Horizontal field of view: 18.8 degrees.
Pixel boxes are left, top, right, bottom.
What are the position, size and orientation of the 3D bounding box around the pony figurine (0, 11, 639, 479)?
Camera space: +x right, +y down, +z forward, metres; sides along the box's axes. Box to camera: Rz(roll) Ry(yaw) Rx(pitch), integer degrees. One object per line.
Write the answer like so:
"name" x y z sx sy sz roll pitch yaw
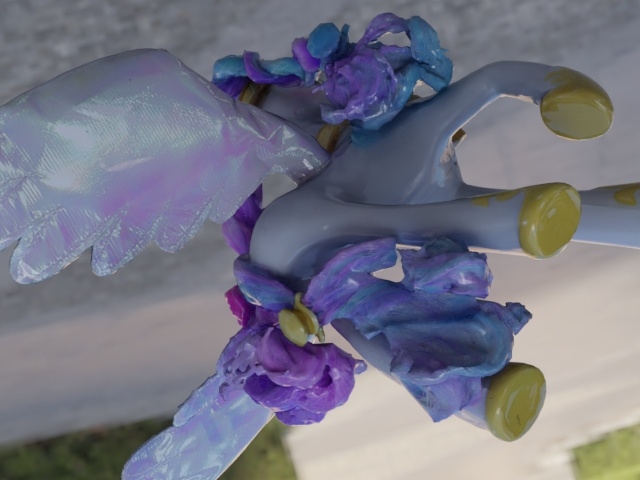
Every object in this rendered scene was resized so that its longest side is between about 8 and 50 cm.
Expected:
"pony figurine" 0.000 0.000 1.155 0.363 0.303 0.351 15 -134 42
